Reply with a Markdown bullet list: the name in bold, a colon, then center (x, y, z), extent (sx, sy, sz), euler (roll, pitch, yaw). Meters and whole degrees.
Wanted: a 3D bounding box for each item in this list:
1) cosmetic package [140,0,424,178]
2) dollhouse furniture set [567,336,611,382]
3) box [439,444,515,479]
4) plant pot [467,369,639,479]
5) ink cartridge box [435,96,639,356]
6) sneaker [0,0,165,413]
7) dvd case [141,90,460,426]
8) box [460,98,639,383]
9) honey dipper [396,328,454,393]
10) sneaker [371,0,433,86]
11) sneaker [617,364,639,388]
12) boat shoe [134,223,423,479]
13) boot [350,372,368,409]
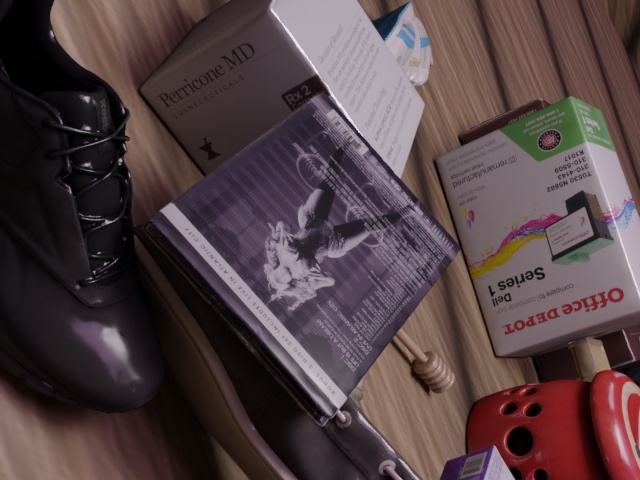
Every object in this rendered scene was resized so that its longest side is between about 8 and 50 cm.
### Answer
- **cosmetic package**: center (-0.026, -0.127, 0.833), extent (0.184, 0.151, 0.151), euler (51, 33, -21)
- **dollhouse furniture set**: center (0.362, 0.235, 1.207), extent (0.161, 0.101, 0.182), euler (17, 53, -45)
- **box**: center (0.138, 0.331, 0.752), extent (0.201, 0.057, 0.293), euler (59, 29, -9)
- **plant pot**: center (0.280, 0.239, 1.039), extent (0.191, 0.174, 0.191), euler (36, 40, -38)
- **ink cartridge box**: center (0.292, -0.010, 1.200), extent (0.117, 0.201, 0.278), euler (7, 64, -55)
- **sneaker**: center (-0.163, -0.028, 0.569), extent (0.286, 0.130, 0.109), euler (63, 29, -7)
- **dvd case**: center (0.000, 0.000, 0.650), extent (0.164, 0.018, 0.221), euler (48, 41, -3)
- **box**: center (0.348, 0.006, 1.347), extent (0.191, 0.143, 0.382), euler (4, 67, -57)
- **honey dipper**: center (0.082, 0.097, 0.968), extent (0.161, 0.030, 0.030), euler (48, 34, -24)
- **sneaker**: center (0.086, -0.217, 1.142), extent (0.092, 0.087, 0.229), euler (59, 33, -15)
- **sneaker**: center (0.492, 0.303, 1.386), extent (0.131, 0.112, 0.319), euler (24, 51, -45)
- **boat shoe**: center (-0.018, 0.117, 0.648), extent (0.095, 0.112, 0.335), euler (-31, 79, -25)
- **boot**: center (0.011, 0.074, 0.808), extent (0.213, 0.077, 0.165), euler (144, -39, -82)
